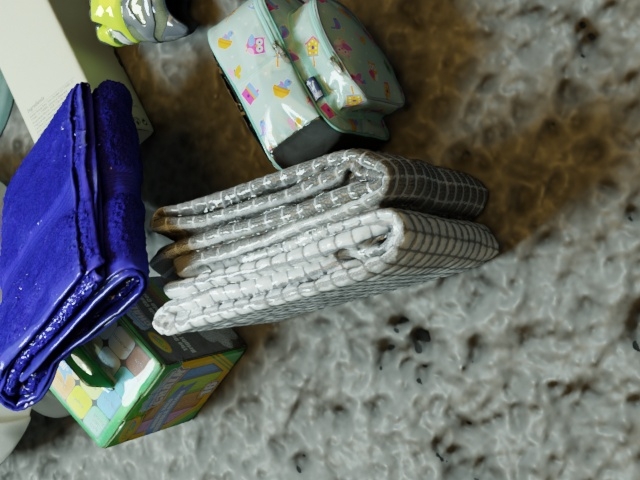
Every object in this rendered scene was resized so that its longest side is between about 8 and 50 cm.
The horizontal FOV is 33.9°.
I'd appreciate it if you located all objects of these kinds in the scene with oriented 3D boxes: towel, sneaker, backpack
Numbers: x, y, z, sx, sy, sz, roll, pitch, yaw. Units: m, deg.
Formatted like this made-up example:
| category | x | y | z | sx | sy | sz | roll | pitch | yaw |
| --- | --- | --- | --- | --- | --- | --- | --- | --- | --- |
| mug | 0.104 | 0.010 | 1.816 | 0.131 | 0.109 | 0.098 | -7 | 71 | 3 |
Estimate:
| category | x | y | z | sx | sy | sz | roll | pitch | yaw |
| --- | --- | --- | --- | --- | --- | --- | --- | --- | --- |
| towel | 0.000 | 0.000 | 1.016 | 0.284 | 0.235 | 0.121 | -17 | 81 | 27 |
| towel | -0.268 | -0.010 | 1.067 | 0.228 | 0.076 | 0.308 | -43 | 38 | 25 |
| sneaker | -0.175 | -0.363 | 1.185 | 0.121 | 0.111 | 0.299 | 11 | 103 | 18 |
| backpack | -0.017 | -0.168 | 1.056 | 0.144 | 0.166 | 0.188 | -43 | 75 | 22 |

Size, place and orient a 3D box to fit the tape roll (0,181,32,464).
| category | x | y | z | sx | sy | sz | roll | pitch | yaw |
| --- | --- | --- | --- | --- | --- | --- | --- | --- | --- |
| tape roll | -0.467 | 0.103 | 1.310 | 0.392 | 0.072 | 0.392 | -3 | 86 | 46 |

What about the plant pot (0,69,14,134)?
| category | x | y | z | sx | sy | sz | roll | pitch | yaw |
| --- | --- | --- | --- | --- | --- | --- | --- | --- | --- |
| plant pot | -0.567 | -0.225 | 1.346 | 0.293 | 0.196 | 0.293 | 2 | 93 | 29 |

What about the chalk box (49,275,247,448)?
| category | x | y | z | sx | sy | sz | roll | pitch | yaw |
| --- | --- | --- | --- | --- | --- | --- | --- | --- | --- |
| chalk box | -0.210 | 0.130 | 1.149 | 0.132 | 0.213 | 0.132 | 46 | 112 | 20 |

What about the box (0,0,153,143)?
| category | x | y | z | sx | sy | sz | roll | pitch | yaw |
| --- | --- | --- | --- | --- | --- | --- | --- | --- | --- |
| box | -0.317 | -0.220 | 1.264 | 0.113 | 0.094 | 0.275 | -32 | 76 | 26 |

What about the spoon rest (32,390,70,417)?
| category | x | y | z | sx | sy | sz | roll | pitch | yaw |
| --- | --- | --- | --- | --- | --- | --- | --- | --- | --- |
| spoon rest | -0.376 | 0.091 | 1.315 | 0.137 | 0.084 | 0.276 | -31 | 78 | 29 |
